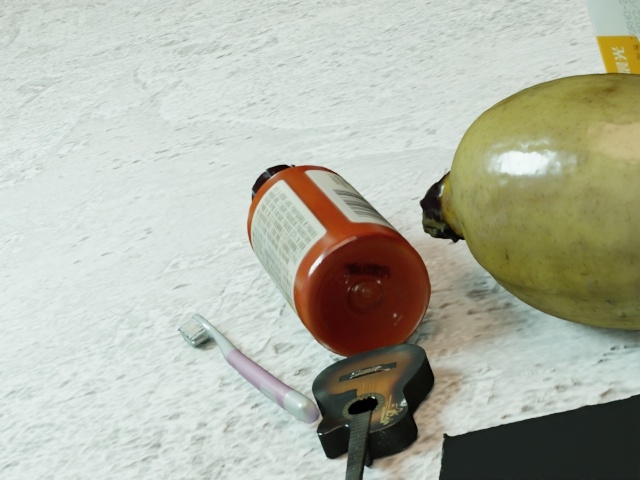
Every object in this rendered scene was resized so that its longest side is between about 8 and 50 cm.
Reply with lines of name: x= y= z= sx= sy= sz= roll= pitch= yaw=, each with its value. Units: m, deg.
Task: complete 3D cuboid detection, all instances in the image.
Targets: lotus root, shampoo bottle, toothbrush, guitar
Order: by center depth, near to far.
guitar: x=0.030 y=0.141 z=1.026 sx=0.088 sy=0.025 sz=0.233 roll=-15 pitch=24 yaw=13
lotus root: x=0.181 y=-0.029 z=1.085 sx=0.183 sy=0.183 sz=0.310 roll=-36 pitch=25 yaw=-33
toothbrush: x=-0.061 y=0.098 z=1.177 sx=0.025 sy=0.020 sz=0.286 roll=-35 pitch=20 yaw=-13
shampoo bottle: x=0.000 y=0.000 z=1.260 sx=0.104 sy=0.104 sz=0.278 roll=-23 pitch=23 yaw=-7

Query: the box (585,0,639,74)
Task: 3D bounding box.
box: x=0.335 y=-0.232 z=1.304 sx=0.220 sy=0.274 sz=0.091 roll=2 pitch=34 yaw=46

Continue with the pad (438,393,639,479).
pad: x=0.175 y=0.186 z=0.836 sx=0.247 sy=0.007 sz=0.367 roll=-13 pitch=24 yaw=15
